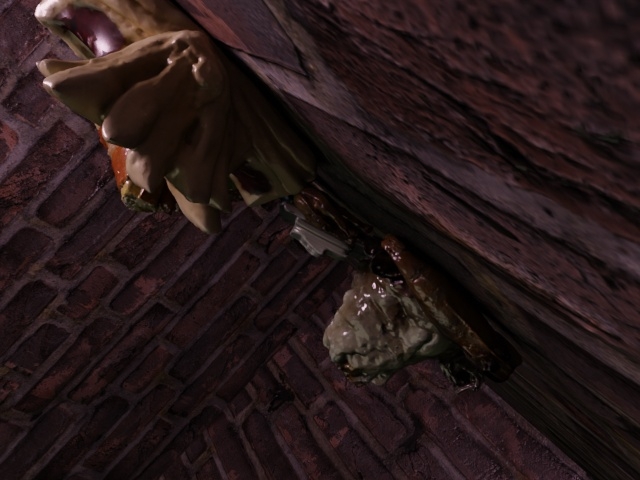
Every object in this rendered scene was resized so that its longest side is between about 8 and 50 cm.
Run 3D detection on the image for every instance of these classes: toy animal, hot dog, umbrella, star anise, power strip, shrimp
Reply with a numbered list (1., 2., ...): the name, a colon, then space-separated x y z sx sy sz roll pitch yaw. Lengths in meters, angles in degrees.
1. toy animal: -0.005 -0.062 0.983 0.149 0.054 0.275 23 -169 -42
2. hot dog: -0.235 -0.135 0.803 0.103 0.146 0.213 -32 83 49
3. umbrella: 0.344 0.282 1.477 0.113 0.106 0.357 52 -174 -3
4. star anise: 0.108 0.035 0.890 0.124 0.056 0.129 39 -167 -20
5. power strip: 0.000 0.000 1.202 0.213 0.064 0.198 28 171 3
6. shrimp: 0.170 0.085 0.787 0.253 0.058 0.173 46 -174 -10

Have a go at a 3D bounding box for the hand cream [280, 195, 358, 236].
1. hand cream: 0.005 -0.053 1.273 0.271 0.061 0.120 38 -178 -20

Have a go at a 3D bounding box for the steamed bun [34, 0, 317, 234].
1. steamed bun: -0.174 -0.155 0.661 0.428 0.189 0.247 44 171 -27

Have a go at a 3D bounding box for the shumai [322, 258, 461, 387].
1. shumai: 0.141 0.216 1.283 0.309 0.263 0.304 43 -179 -13

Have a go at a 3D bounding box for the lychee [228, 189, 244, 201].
1. lychee: -0.176 -0.150 1.124 0.165 0.165 0.197 43 163 16

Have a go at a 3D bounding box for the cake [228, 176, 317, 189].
1. cake: -0.133 -0.104 0.948 0.236 0.099 0.100 17 -169 -11

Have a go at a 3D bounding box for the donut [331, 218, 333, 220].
1. donut: 0.007 -0.062 1.169 0.067 0.038 0.083 40 179 -30
